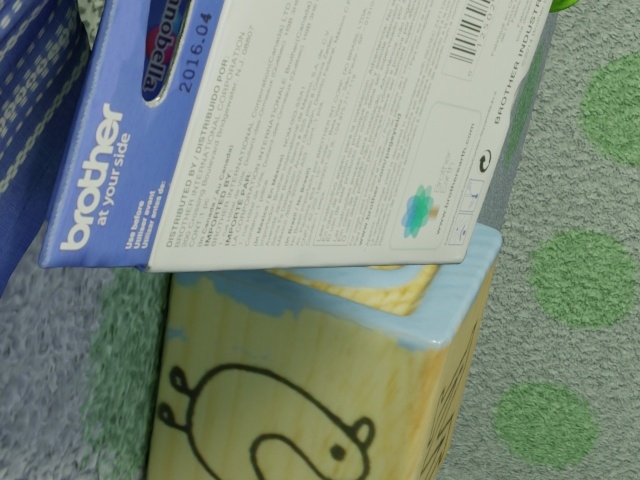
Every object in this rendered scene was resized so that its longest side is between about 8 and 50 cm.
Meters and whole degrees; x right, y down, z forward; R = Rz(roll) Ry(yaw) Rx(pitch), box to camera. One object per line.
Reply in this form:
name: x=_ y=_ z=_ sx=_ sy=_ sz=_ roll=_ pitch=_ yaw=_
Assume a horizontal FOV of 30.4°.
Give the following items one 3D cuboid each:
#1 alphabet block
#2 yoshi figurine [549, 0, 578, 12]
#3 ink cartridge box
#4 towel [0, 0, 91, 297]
alphabet block: x=0.004 y=0.086 z=0.841 sx=0.193 sy=0.192 sz=0.197 roll=-46 pitch=149 yaw=-59
yoshi figurine: x=0.077 y=-0.241 z=0.693 sx=0.362 sy=0.203 sz=0.203 roll=0 pitch=108 yaw=-70
ink cartridge box: x=0.001 y=-0.082 z=0.486 sx=0.311 sy=0.065 sz=0.186 roll=-2 pitch=112 yaw=-60
towel: x=-0.125 y=0.001 z=0.306 sx=0.243 sy=0.040 sz=0.336 roll=-64 pitch=-179 yaw=-13
